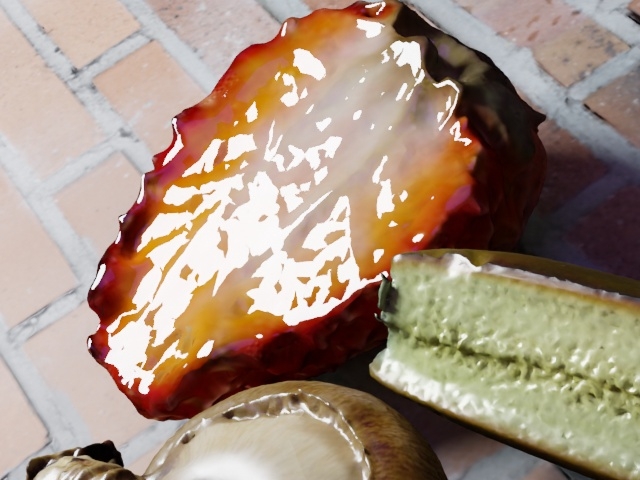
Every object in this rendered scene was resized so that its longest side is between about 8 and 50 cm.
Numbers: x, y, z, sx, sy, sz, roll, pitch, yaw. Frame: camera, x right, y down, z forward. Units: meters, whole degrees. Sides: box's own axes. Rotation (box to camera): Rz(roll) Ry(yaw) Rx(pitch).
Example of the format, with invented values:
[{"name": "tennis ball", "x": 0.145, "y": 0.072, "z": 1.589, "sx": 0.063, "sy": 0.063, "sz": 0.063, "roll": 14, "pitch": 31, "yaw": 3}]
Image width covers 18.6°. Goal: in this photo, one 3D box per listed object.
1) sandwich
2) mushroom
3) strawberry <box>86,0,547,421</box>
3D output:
[{"name": "sandwich", "x": 0.155, "y": 0.073, "z": 1.161, "sx": 0.235, "sy": 0.128, "sz": 0.122, "roll": 18, "pitch": 92, "yaw": 36}, {"name": "mushroom", "x": -0.049, "y": 0.213, "z": 1.131, "sx": 0.278, "sy": 0.163, "sz": 0.297, "roll": 23, "pitch": 61, "yaw": 31}, {"name": "strawberry", "x": 0.000, "y": 0.000, "z": 1.340, "sx": 0.336, "sy": 0.149, "sz": 0.265, "roll": -44, "pitch": 50, "yaw": -3}]
